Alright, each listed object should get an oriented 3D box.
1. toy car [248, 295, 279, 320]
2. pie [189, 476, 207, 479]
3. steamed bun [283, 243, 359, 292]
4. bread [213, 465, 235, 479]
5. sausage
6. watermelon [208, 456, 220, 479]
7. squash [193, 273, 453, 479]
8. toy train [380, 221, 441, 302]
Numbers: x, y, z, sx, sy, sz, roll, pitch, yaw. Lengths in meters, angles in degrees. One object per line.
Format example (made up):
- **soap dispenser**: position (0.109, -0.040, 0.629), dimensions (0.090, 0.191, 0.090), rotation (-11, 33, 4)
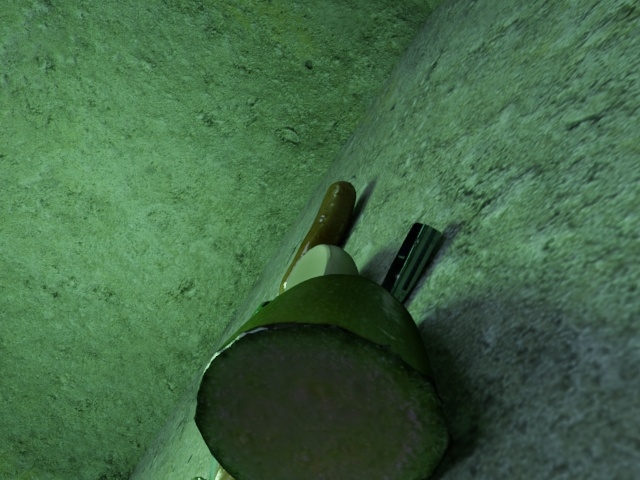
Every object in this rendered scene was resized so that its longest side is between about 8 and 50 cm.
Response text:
- **toy car**: position (-0.133, 0.260, 1.211), dimensions (0.214, 0.176, 0.359), rotation (-55, 7, 9)
- **pie**: position (-0.204, 0.500, 0.653), dimensions (0.240, 0.054, 0.241), rotation (-175, 90, -88)
- **steamed bun**: position (0.012, 0.130, 1.062), dimensions (0.232, 0.145, 0.232), rotation (-45, 25, 28)
- **bread**: position (-0.066, 0.362, 0.688), dimensions (0.344, 0.195, 0.149), rotation (-85, 10, -65)
- **sausage**: position (0.002, 0.001, 1.469), dimensions (0.136, 0.123, 0.501), rotation (12, 66, 36)
- **watermelon**: position (-0.253, 0.604, 1.133), dimensions (0.180, 0.081, 0.094), rotation (-71, 24, 16)
- **squash**: position (0.015, 0.157, 0.621), dimensions (0.310, 0.310, 0.309), rotation (-52, 10, 26)
- **toy train**: position (0.158, 0.085, 0.836), dimensions (0.252, 0.048, 0.055), rotation (-63, 16, 4)
